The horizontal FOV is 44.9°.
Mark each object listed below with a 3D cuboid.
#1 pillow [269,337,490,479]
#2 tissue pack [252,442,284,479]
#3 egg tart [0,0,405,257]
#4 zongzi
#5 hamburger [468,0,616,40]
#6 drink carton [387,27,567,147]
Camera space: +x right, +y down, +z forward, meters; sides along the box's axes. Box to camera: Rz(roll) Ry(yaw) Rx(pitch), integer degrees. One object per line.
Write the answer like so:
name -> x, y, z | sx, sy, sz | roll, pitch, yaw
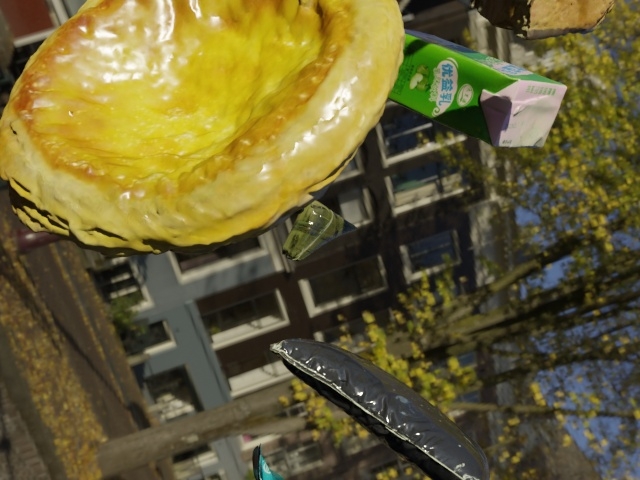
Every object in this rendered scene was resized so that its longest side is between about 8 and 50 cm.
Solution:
pillow -> 0.059, 0.150, 0.679 | 0.208, 0.055, 0.141 | 35, 2, 20
tissue pack -> -0.026, 0.222, 0.590 | 0.085, 0.028, 0.138 | -108, 174, -46
egg tart -> -0.084, -0.101, 0.590 | 0.128, 0.319, 0.318 | 64, 3, -55
zongzi -> 0.000, 0.000, 1.256 | 0.113, 0.104, 0.052 | 31, -7, -36
hamburger -> 0.245, -0.325, 0.790 | 0.135, 0.155, 0.207 | 52, -29, 44
drink carton -> 0.211, -0.233, 1.175 | 0.271, 0.161, 0.108 | 34, -64, 34
